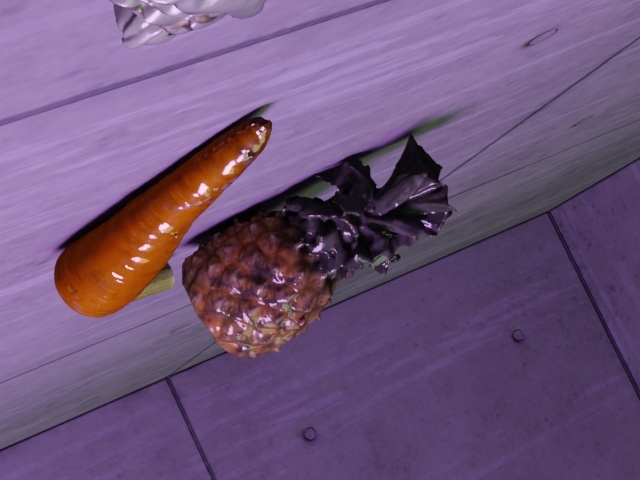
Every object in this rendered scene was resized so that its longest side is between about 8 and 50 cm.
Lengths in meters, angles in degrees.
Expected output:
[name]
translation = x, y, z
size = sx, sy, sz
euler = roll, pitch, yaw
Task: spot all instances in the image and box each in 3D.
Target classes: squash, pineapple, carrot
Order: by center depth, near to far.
[carrot]
translation = -0.110, -0.010, 0.955
size = 0.061, 0.061, 0.257
euler = -19, 169, -46
[pineapple]
translation = 0.001, 0.001, 1.242
size = 0.248, 0.128, 0.128
euler = -33, 172, 14
[squash]
translation = -0.174, 0.043, 1.265
size = 0.083, 0.027, 0.027
euler = -21, 172, -34

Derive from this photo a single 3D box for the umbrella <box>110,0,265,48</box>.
[umbrella]
translation = -0.029, -0.107, 0.449
size = 0.143, 0.062, 0.067
euler = -40, -174, 46
